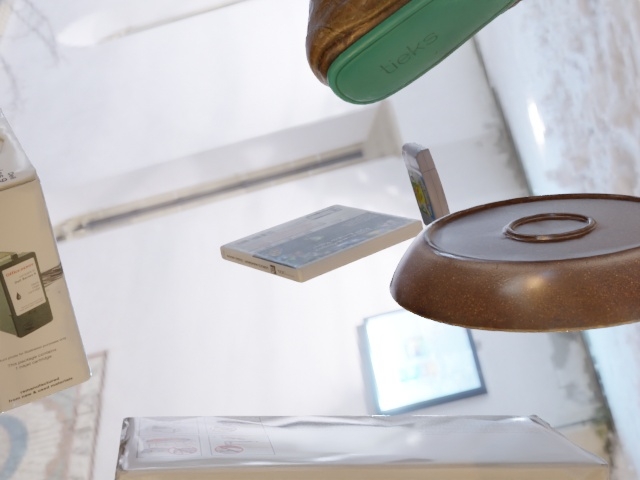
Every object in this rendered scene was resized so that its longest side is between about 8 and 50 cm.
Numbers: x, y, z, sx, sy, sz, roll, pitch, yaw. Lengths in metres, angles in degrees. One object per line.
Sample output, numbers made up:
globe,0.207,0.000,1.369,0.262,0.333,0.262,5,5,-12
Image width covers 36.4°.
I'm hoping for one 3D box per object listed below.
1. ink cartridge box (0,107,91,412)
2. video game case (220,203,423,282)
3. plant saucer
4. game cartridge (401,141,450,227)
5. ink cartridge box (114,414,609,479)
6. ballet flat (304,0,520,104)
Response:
ink cartridge box,-0.380,0.018,1.139,0.211,0.122,0.289,44,147,48
video game case,0.000,0.000,1.198,0.173,0.190,0.022,13,118,52
plant saucer,0.117,0.004,0.495,0.168,0.168,0.029,-83,-14,-74
game cartridge,0.093,-0.042,0.840,0.056,0.017,0.083,-141,30,-72
ink cartridge box,0.017,0.264,0.657,0.130,0.309,0.271,-155,67,-79
ballet flat,0.132,-0.215,0.644,0.116,0.342,0.124,30,-141,-54
